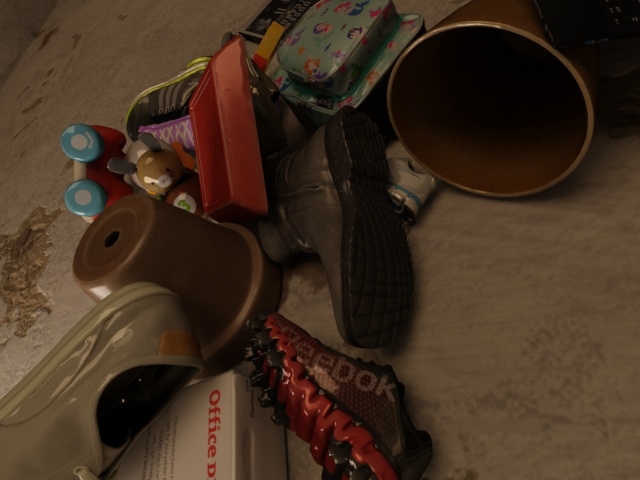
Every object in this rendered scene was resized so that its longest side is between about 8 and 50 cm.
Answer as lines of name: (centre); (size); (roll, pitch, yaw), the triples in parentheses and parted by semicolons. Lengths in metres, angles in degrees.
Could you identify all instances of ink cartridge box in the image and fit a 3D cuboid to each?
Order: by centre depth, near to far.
ink cartridge box: (-0.181, 0.305, 0.568); (0.273, 0.115, 0.198); (-24, 50, 20)

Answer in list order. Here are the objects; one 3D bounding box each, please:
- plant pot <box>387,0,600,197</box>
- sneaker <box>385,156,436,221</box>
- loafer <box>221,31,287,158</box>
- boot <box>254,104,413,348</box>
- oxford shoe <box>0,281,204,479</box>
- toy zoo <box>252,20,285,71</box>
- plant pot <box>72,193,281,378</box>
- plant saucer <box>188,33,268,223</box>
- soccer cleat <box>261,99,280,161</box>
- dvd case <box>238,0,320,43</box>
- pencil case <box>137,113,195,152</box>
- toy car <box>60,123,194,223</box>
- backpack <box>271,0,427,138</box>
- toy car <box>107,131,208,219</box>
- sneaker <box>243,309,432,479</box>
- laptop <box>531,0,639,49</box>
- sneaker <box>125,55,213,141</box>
plant pot: (0.248, -0.229, 0.589); (0.237, 0.237, 0.254); (12, 55, 38)
sneaker: (0.096, -0.100, 0.700); (0.083, 0.071, 0.191); (-43, 51, -13)
loafer: (-0.117, -0.245, 0.783); (0.088, 0.094, 0.251); (-9, 73, -21)
boot: (0.000, 0.000, 0.645); (0.223, 0.118, 0.338); (-27, 55, 41)
oxford shoe: (-0.300, 0.248, 0.508); (0.130, 0.169, 0.449); (38, 84, 25)
toy zoo: (-0.150, -0.318, 0.949); (0.192, 0.030, 0.293); (-30, 35, 65)
plant pot: (-0.225, 0.050, 0.691); (0.263, 0.229, 0.263); (-16, 53, 22)
plant saucer: (-0.163, -0.155, 0.742); (0.259, 0.048, 0.258); (175, 87, -66)
soccer cleat: (-0.115, -0.220, 0.913); (0.083, 0.095, 0.248); (-51, 17, 47)
dvd case: (-0.088, -0.562, 1.144); (0.179, 0.029, 0.239); (-49, 47, -4)
pencil case: (-0.317, -0.243, 1.041); (0.206, 0.088, 0.086); (-8, 58, 30)
toy car: (-0.395, -0.142, 0.987); (0.238, 0.219, 0.210); (-3, 92, -12)
backpack: (0.038, -0.297, 0.788); (0.225, 0.191, 0.254); (-53, 43, -7)
toy car: (-0.299, -0.120, 0.878); (0.155, 0.188, 0.149); (-39, 47, 5)
sneaker: (0.016, 0.173, 0.521); (0.135, 0.097, 0.276); (-15, 41, -35)
laptop: (0.318, -0.326, 0.404); (0.265, 0.136, 0.234); (-11, 75, -6)
sneaker: (-0.353, -0.325, 1.110); (0.300, 0.111, 0.121); (-32, 52, 15)
